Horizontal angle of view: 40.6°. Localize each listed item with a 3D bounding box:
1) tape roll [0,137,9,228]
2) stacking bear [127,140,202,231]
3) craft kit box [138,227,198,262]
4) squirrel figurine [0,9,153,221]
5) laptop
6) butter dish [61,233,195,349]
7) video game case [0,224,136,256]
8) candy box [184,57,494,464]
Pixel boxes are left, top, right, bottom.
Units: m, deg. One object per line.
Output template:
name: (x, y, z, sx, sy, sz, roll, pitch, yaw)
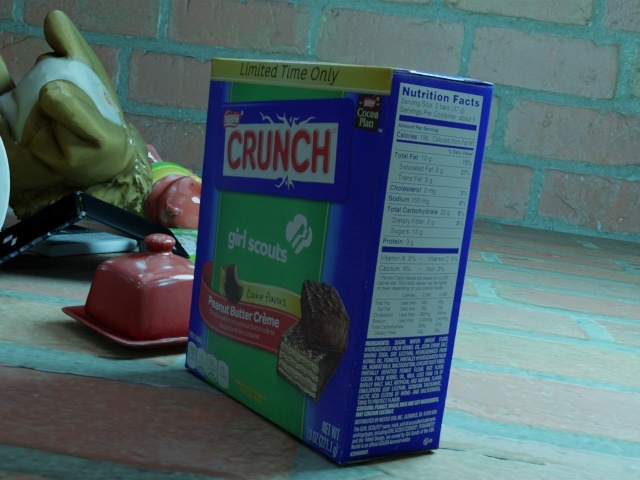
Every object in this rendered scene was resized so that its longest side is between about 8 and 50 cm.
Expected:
tape roll: (-0.487, -0.068, 0.929, 0.286, 0.286, 0.100, 3, 10, -31)
stacking bear: (-0.286, -0.075, 1.655, 0.175, 0.164, 0.289, 32, -5, -30)
craft kit box: (-0.149, 0.028, 1.446, 0.246, 0.061, 0.250, 6, 7, -30)
squirrel figurine: (-0.509, -0.136, 1.493, 0.370, 0.397, 0.281, -27, 49, 6)
laptop: (-0.357, 0.014, 1.285, 0.264, 0.137, 0.234, -31, 17, -10)
butter dish: (-0.187, 0.051, 0.979, 0.159, 0.118, 0.160, 2, 9, -42)
video game case: (-0.444, -0.002, 1.487, 0.173, 0.022, 0.190, 13, 10, 31)
candy box: (0.000, 0.000, 0.786, 0.122, 0.317, 0.268, 2, 9, -38)
